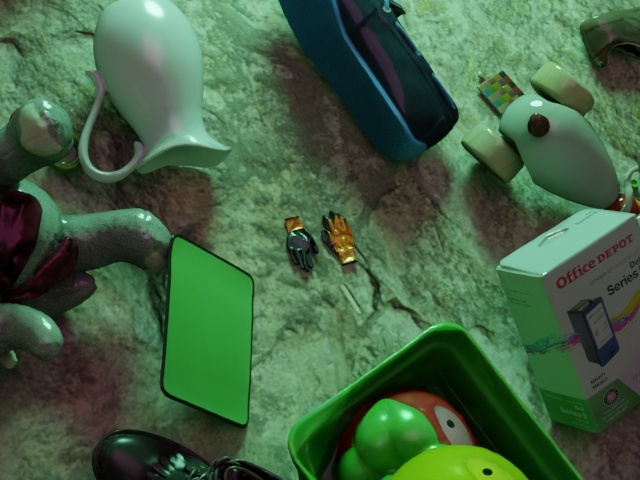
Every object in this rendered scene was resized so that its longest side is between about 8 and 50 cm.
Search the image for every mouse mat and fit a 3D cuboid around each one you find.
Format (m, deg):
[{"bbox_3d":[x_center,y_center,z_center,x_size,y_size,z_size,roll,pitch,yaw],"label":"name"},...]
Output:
[{"bbox_3d":[-0.122,0.101,1.421,0.152,0.007,0.190,33,49,-48],"label":"mouse mat"}]

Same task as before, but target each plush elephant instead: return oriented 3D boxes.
[{"bbox_3d":[-0.345,0.051,1.308,0.330,0.272,0.255,-12,52,11],"label":"plush elephant"}]

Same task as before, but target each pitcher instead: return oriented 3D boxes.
[{"bbox_3d":[-0.217,-0.176,1.519,0.177,0.125,0.207,-15,81,-22],"label":"pitcher"}]

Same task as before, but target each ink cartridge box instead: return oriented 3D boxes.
[{"bbox_3d":[0.314,0.090,1.490,0.154,0.093,0.212,-30,108,-24],"label":"ink cartridge box"}]

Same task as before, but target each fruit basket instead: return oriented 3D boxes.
[{"bbox_3d":[0.147,0.276,1.265,0.283,0.392,0.392,-32,77,-25],"label":"fruit basket"}]

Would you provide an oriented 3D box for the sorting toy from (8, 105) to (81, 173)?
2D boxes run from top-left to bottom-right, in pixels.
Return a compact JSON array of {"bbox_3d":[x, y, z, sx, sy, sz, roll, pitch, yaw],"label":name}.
[{"bbox_3d":[-0.318,-0.122,1.517,0.102,0.042,0.061,40,78,-7],"label":"sorting toy"}]

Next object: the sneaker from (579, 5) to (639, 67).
[{"bbox_3d":[0.446,-0.287,1.777,0.188,0.066,0.071,-15,87,-14],"label":"sneaker"}]

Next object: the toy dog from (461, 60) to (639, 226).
[{"bbox_3d":[0.336,-0.078,1.570,0.333,0.161,0.220,23,97,2],"label":"toy dog"}]

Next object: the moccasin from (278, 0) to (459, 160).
[{"bbox_3d":[0.052,-0.261,1.636,0.117,0.137,0.342,-29,89,-28],"label":"moccasin"}]

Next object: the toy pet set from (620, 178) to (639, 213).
[{"bbox_3d":[0.468,-0.066,1.669,0.114,0.065,0.122,43,64,7],"label":"toy pet set"}]

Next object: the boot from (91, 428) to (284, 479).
[{"bbox_3d":[-0.106,0.248,1.286,0.263,0.229,0.091,29,67,1],"label":"boot"}]

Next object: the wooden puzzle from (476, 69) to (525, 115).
[{"bbox_3d":[0.240,-0.195,1.704,0.049,0.006,0.083,-35,78,-25],"label":"wooden puzzle"}]

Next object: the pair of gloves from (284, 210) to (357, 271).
[{"bbox_3d":[0.000,0.000,1.552,0.083,0.010,0.074,-10,69,-17],"label":"pair of gloves"}]
